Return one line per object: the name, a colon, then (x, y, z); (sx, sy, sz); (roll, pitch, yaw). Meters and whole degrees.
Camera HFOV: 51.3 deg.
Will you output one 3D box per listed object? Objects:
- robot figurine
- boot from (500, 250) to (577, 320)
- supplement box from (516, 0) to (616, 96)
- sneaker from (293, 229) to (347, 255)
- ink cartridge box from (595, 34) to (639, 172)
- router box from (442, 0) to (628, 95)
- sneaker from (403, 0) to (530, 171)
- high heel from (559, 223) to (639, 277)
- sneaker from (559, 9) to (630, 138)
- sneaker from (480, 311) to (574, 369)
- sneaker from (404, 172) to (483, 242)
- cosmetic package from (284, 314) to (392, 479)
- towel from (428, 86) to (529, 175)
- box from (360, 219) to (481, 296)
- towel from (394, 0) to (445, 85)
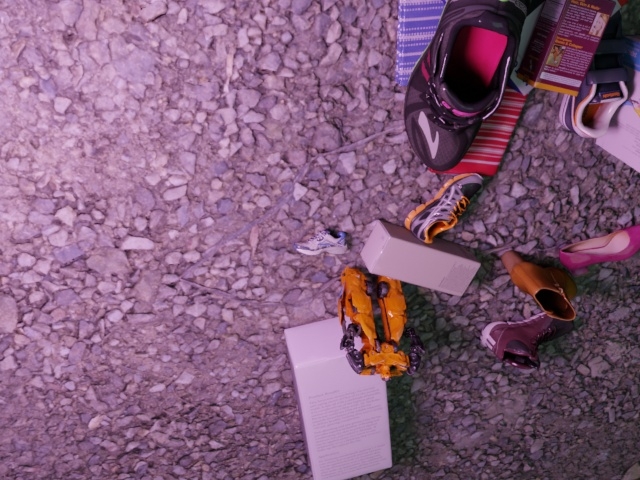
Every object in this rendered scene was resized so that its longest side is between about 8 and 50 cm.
robot figurine: (0.136, 0.204, 1.602); (0.211, 0.290, 0.085); (5, 147, -17)
boot: (0.609, 0.144, 1.739); (0.295, 0.211, 0.104); (26, 111, -27)
supplement box: (0.478, -0.391, 1.306); (0.104, 0.080, 0.188); (7, 116, -18)
sneaker: (0.000, 0.000, 1.591); (0.135, 0.052, 0.058); (-3, 111, -22)
ink cartridge box: (0.796, -0.313, 1.522); (0.198, 0.197, 0.270); (-5, 121, -13)
router box: (0.416, -0.512, 1.320); (0.301, 0.082, 0.335); (-44, 119, 10)
sneaker: (0.259, -0.296, 1.295); (0.185, 0.202, 0.482); (15, 145, 6)
high heel: (0.756, 0.005, 1.774); (0.244, 0.082, 0.117); (-27, 134, 17)
sneaker: (0.622, -0.382, 1.480); (0.126, 0.127, 0.321); (-10, 121, -8)
sneaker: (0.602, 0.292, 1.854); (0.282, 0.162, 0.106); (-10, 122, -9)
sneaker: (0.307, -0.075, 1.592); (0.215, 0.083, 0.084); (-41, 140, 15)
cosmetic package: (0.053, 0.431, 1.790); (0.230, 0.161, 0.453); (-12, 123, -8)
towel: (0.364, -0.272, 1.515); (0.199, 0.031, 0.274); (2, 123, -21)
box: (0.248, 0.046, 1.653); (0.275, 0.094, 0.113); (17, 114, -23)
towel: (0.270, -0.494, 1.375); (0.243, 0.040, 0.335); (-10, 124, -11)
